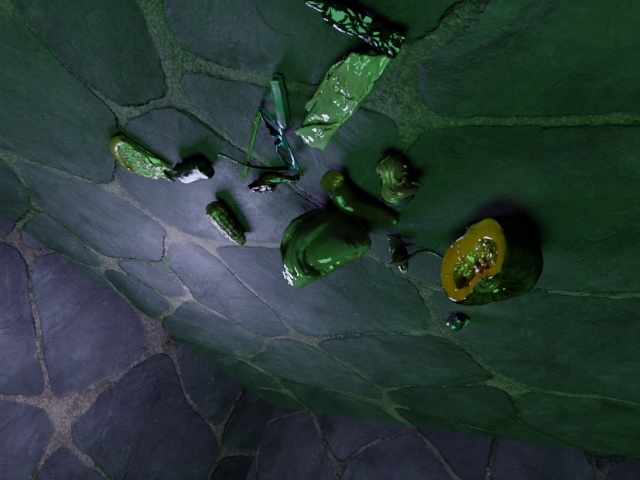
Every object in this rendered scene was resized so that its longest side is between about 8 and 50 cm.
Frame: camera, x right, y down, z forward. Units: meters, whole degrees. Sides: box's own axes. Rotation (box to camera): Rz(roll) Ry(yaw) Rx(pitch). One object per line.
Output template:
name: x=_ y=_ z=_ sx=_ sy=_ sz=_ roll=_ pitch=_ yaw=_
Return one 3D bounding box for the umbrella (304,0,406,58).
umbrella: x=0.072 y=-0.472 z=1.223 sx=0.235 sy=0.059 sz=0.066 roll=24 pitch=125 yaw=-5

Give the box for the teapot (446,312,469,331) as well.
teapot: x=0.532 y=0.310 z=2.165 sx=0.087 sy=0.066 sz=0.057 roll=10 pitch=137 yaw=-23

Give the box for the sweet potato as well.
sweet potato: x=0.118 y=-0.114 z=1.732 sx=0.285 sy=0.085 sz=0.112 roll=33 pitch=144 yaw=-18

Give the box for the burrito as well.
burrito: x=0.040 y=-0.353 z=1.413 sx=0.117 sy=0.076 sz=0.392 roll=29 pitch=150 yaw=-11

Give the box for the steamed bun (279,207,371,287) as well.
steamed bun: x=-0.009 y=0.005 z=1.827 sx=0.220 sy=0.309 sz=0.324 roll=61 pitch=-175 yaw=5

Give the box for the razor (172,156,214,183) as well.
razor: x=-0.434 y=-0.239 z=1.928 sx=0.147 sy=0.054 sz=0.090 roll=-7 pitch=139 yaw=41

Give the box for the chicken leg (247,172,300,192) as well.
chicken leg: x=-0.160 y=-0.188 z=1.837 sx=0.093 sy=0.053 sz=0.205 roll=16 pitch=166 yaw=-38

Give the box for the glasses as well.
glasses: x=-0.184 y=-0.271 z=1.638 sx=0.206 sy=0.102 sz=0.239 roll=-14 pitch=140 yaw=6

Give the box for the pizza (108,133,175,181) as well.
pizza: x=-0.639 y=-0.277 z=2.025 sx=0.262 sy=0.034 sz=0.181 roll=29 pitch=148 yaw=-12

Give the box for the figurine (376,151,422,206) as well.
figurine: x=0.212 y=-0.167 z=1.562 sx=0.126 sy=0.114 sz=0.157 roll=-20 pitch=135 yaw=2

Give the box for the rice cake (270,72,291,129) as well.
rice cake: x=-0.111 y=-0.373 z=1.527 sx=0.042 sy=0.030 sz=0.180 roll=20 pitch=150 yaw=17

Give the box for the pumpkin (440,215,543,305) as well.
pumpkin: x=0.515 y=0.052 z=1.655 sx=0.232 sy=0.242 sz=0.325 roll=2 pitch=153 yaw=-25

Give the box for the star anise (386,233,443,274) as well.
star anise: x=0.347 y=0.057 z=1.855 sx=0.227 sy=0.148 sz=0.219 roll=-17 pitch=102 yaw=12

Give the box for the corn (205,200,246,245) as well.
corn: x=-0.355 y=-0.061 z=2.147 sx=0.079 sy=0.080 sz=0.237 roll=4 pitch=150 yaw=28
